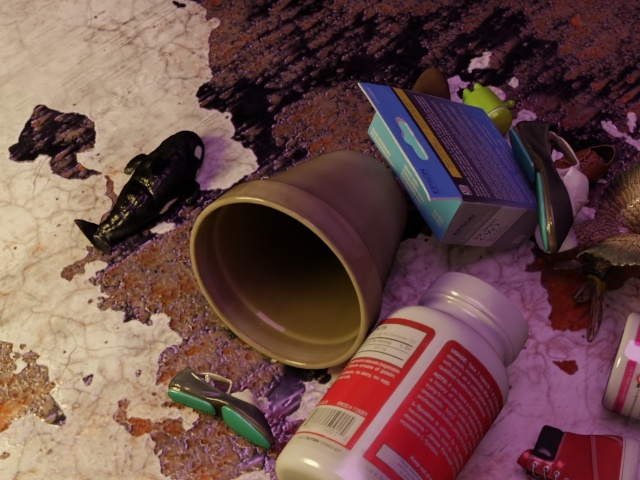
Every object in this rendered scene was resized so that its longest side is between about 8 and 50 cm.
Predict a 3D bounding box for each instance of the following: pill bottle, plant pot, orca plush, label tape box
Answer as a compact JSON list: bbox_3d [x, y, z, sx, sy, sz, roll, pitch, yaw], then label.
[{"bbox_3d":[0.135,0.248,1.785,0.229,0.229,0.407,29,62,21],"label":"pill bottle"},{"bbox_3d":[0.000,0.000,1.944,0.323,0.323,0.280,26,44,19],"label":"plant pot"},{"bbox_3d":[-0.317,-0.113,2.130,0.287,0.102,0.151,-35,61,-19],"label":"orca plush"},{"bbox_3d":[0.587,0.224,1.820,0.283,0.160,0.160,17,58,14],"label":"pill bottle"},{"bbox_3d":[0.201,-0.118,1.978,0.348,0.115,0.249,2,49,-47],"label":"label tape box"}]

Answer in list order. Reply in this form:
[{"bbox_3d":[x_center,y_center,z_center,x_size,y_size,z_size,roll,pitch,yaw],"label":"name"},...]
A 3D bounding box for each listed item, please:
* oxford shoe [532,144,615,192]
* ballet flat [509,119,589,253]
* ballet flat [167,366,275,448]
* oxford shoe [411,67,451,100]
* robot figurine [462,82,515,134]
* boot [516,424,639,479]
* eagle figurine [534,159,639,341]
[{"bbox_3d":[0.438,-0.123,2.066,0.212,0.076,0.076,-29,75,-43],"label":"oxford shoe"},{"bbox_3d":[0.380,-0.101,1.943,0.096,0.095,0.280,-11,49,3],"label":"ballet flat"},{"bbox_3d":[-0.146,0.255,1.892,0.203,0.074,0.074,24,60,20],"label":"ballet flat"},{"bbox_3d":[0.196,-0.242,2.199,0.083,0.096,0.227,7,55,10],"label":"oxford shoe"},{"bbox_3d":[0.307,-0.236,2.205,0.101,0.067,0.115,-28,59,-14],"label":"robot figurine"},{"bbox_3d":[0.373,0.388,1.768,0.176,0.088,0.244,8,48,9],"label":"boot"},{"bbox_3d":[0.505,-0.008,1.901,0.225,0.298,0.226,-12,66,-20],"label":"eagle figurine"}]
